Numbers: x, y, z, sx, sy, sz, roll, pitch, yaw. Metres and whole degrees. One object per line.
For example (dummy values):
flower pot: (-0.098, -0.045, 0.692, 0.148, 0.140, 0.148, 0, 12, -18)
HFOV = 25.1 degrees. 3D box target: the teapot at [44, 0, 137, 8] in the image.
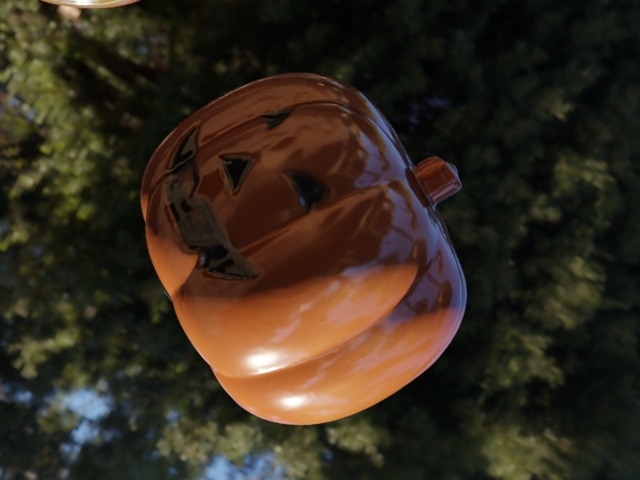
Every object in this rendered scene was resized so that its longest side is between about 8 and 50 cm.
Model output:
teapot: (-0.198, -0.294, 1.331, 0.178, 0.252, 0.135, 155, -63, -71)

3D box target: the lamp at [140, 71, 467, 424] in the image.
lamp: (0.000, 0.000, 0.769, 0.164, 0.187, 0.187, -27, -150, 9)
